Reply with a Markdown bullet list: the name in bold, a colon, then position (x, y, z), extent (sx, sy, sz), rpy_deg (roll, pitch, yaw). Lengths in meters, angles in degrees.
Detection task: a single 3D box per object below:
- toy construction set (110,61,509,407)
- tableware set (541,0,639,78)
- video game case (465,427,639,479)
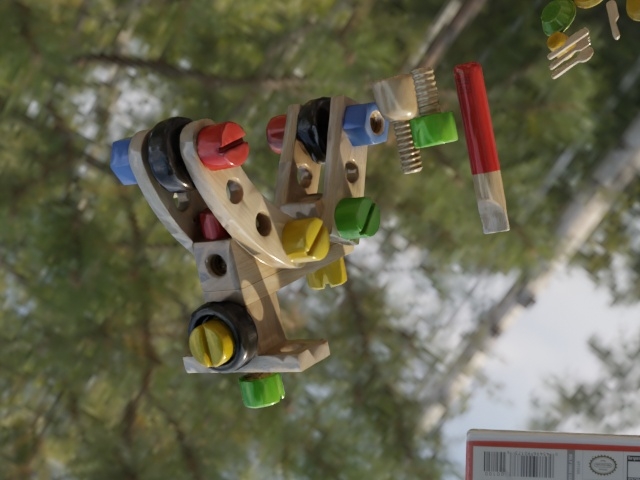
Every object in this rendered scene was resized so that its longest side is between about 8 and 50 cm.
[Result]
- **toy construction set**: position (0.000, 0.000, 1.241), extent (0.257, 0.309, 0.237), rpy_deg (-23, -79, -78)
- **tableware set**: position (0.255, -0.206, 1.317), extent (0.024, 0.154, 0.104), rpy_deg (29, -139, -34)
- **video game case**: position (0.222, 0.305, 1.286), extent (0.204, 0.285, 0.025), rpy_deg (1, 179, 9)
